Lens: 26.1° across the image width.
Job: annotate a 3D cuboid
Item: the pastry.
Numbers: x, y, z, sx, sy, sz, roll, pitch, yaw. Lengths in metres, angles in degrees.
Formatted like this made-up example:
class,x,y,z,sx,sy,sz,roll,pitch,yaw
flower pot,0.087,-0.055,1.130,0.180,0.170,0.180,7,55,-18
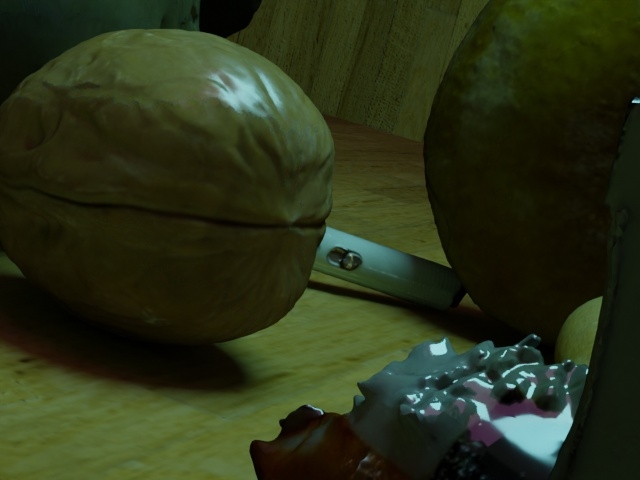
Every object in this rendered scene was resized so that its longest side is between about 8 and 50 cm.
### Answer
class,x,y,z,sx,sy,sz,roll,pitch,yaw
pastry,0.245,-0.056,0.964,0.356,0.356,0.164,16,19,7

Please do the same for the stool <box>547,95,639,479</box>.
class,x,y,z,sx,sy,sz,roll,pitch,yaw
stool,0.157,0.104,0.204,0.269,0.170,0.243,15,17,5

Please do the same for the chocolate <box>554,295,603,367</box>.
class,x,y,z,sx,sy,sz,roll,pitch,yaw
chocolate,0.158,0.087,0.730,0.085,0.086,0.219,16,13,10

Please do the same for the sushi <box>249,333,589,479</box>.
class,x,y,z,sx,sy,sz,roll,pitch,yaw
sushi,0.076,0.096,0.435,0.097,0.103,0.226,4,22,-45

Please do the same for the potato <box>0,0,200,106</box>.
class,x,y,z,sx,sy,sz,roll,pitch,yaw
potato,-0.232,-0.134,0.869,0.326,0.243,0.221,8,53,-19

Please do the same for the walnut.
class,x,y,z,sx,sy,sz,roll,pitch,yaw
walnut,-0.084,-0.029,0.729,0.165,0.165,0.197,7,1,-41

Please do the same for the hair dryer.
class,x,y,z,sx,sy,sz,roll,pitch,yaw
hair dryer,0.000,0.000,1.006,0.236,0.073,0.131,15,7,-17

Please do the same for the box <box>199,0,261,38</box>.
class,x,y,z,sx,sy,sz,roll,pitch,yaw
box,-0.272,-0.204,1.089,0.359,0.091,0.350,-18,-26,35
